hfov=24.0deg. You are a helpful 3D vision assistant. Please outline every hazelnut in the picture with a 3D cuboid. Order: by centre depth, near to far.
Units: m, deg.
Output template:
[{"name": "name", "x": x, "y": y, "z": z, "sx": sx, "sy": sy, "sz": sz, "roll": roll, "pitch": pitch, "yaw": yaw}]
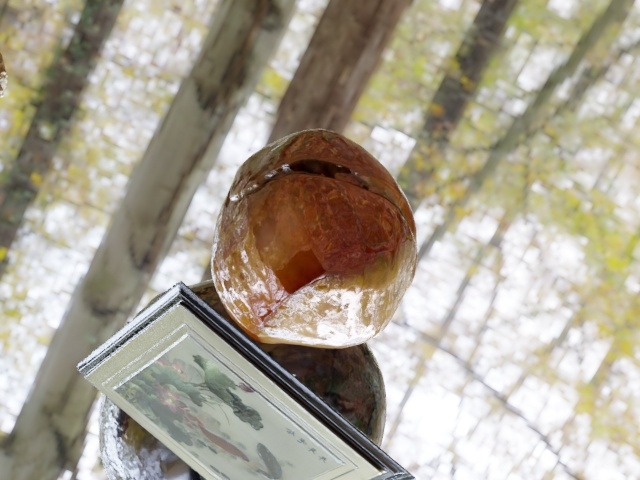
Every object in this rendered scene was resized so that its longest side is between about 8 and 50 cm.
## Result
[{"name": "hazelnut", "x": 0.000, "y": 0.000, "z": 1.244, "sx": 0.182, "sy": 0.182, "sz": 0.182, "roll": 23, "pitch": -159, "yaw": -9}]

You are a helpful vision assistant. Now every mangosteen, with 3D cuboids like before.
[{"name": "mangosteen", "x": -0.092, "y": 0.175, "z": 1.529, "sx": 0.300, "sy": 0.300, "sz": 0.300, "roll": 23, "pitch": -159, "yaw": -9}]

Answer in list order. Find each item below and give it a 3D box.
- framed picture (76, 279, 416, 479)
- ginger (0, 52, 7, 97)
[{"name": "framed picture", "x": -0.058, "y": 0.120, "z": 0.989, "sx": 0.195, "sy": 0.199, "sz": 0.010, "roll": 41, "pitch": -125, "yaw": -9}, {"name": "ginger", "x": -0.392, "y": -0.282, "z": 1.618, "sx": 0.131, "sy": 0.294, "sz": 0.086, "roll": 3, "pitch": -137, "yaw": 19}]
